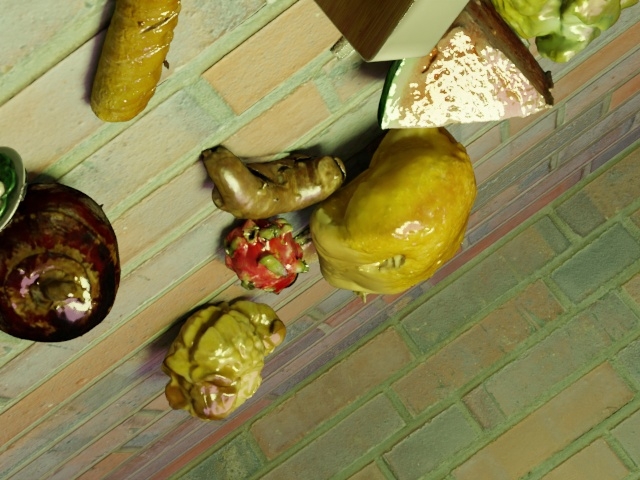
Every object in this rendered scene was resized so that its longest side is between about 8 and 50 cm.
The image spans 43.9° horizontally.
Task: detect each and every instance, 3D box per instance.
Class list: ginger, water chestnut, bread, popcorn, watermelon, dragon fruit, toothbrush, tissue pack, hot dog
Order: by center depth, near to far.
[{"bbox_3d":[-0.218,-0.243,0.948,0.088,0.061,0.286,-10,149,-28],"label":"hot dog"},{"bbox_3d":[0.123,-0.377,1.043,0.136,0.159,0.246,-16,153,-46],"label":"tissue pack"},{"bbox_3d":[-0.392,0.026,1.115,0.224,0.238,0.223,-5,121,-8],"label":"water chestnut"},{"bbox_3d":[0.129,-0.390,1.217,0.307,0.025,0.029,-42,151,21],"label":"toothbrush"},{"bbox_3d":[0.404,-0.434,1.263,0.276,0.225,0.276,-39,-171,7],"label":"popcorn"},{"bbox_3d":[0.253,-0.330,1.346,0.319,0.292,0.222,-2,119,7],"label":"watermelon"},{"bbox_3d":[-0.090,-0.099,1.418,0.309,0.107,0.133,-11,157,-45],"label":"ginger"},{"bbox_3d":[-0.111,0.024,1.601,0.166,0.160,0.172,4,165,18],"label":"dragon fruit"},{"bbox_3d":[0.163,-0.050,1.610,0.361,0.250,0.394,-46,168,-10],"label":"bread"},{"bbox_3d":[-0.233,0.263,1.866,0.332,0.225,0.265,-38,144,-20],"label":"popcorn"},{"bbox_3d":[0.000,0.000,1.889,0.251,0.039,0.182,-39,160,10],"label":"bread"}]

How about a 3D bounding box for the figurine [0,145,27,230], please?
[{"bbox_3d":[-0.436,-0.078,0.914,0.132,0.132,0.154,-39,146,12],"label":"figurine"}]
